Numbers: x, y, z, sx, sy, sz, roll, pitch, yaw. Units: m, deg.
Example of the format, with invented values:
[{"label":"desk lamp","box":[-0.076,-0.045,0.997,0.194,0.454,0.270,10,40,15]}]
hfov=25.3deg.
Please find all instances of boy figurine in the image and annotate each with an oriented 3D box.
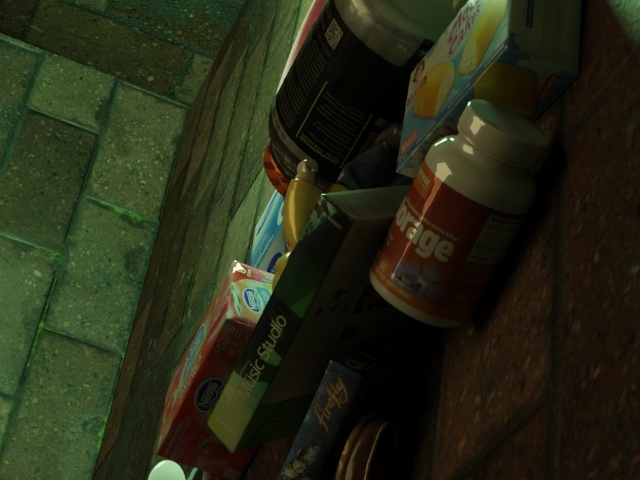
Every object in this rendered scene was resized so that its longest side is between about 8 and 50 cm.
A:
[{"label":"boy figurine","box":[0.027,-0.020,1.702,0.285,0.177,0.092,-46,1,-30]}]

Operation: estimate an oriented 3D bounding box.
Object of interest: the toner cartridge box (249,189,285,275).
[{"label":"toner cartridge box","box":[-0.015,-0.080,2.296,0.165,0.075,0.348,-84,19,-52]}]

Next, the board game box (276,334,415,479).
[{"label":"board game box","box":[0.013,0.232,1.602,0.243,0.042,0.165,-66,-19,15]}]

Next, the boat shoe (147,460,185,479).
[{"label":"boat shoe","box":[-0.254,0.438,2.259,0.063,0.066,0.184,125,151,-43]}]

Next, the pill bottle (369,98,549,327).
[{"label":"pill bottle","box":[0.144,-0.029,1.459,0.121,0.121,0.216,-97,30,-64]}]

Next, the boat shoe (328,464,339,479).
[{"label":"boat shoe","box":[0.017,0.320,1.576,0.066,0.066,0.183,141,150,-77]}]

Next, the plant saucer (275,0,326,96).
[{"label":"plant saucer","box":[0.008,-0.318,2.549,0.332,0.084,0.332,-159,90,-78]}]

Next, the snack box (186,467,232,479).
[{"label":"snack box","box":[-0.222,0.498,2.294,0.187,0.060,0.322,-88,22,-53]}]

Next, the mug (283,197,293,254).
[{"label":"mug","box":[0.007,-0.005,2.094,0.113,0.150,0.169,-22,40,21]}]

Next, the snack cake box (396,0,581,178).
[{"label":"snack cake box","box":[0.185,-0.185,1.588,0.264,0.089,0.152,130,153,-54]}]

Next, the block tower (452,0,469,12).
[{"label":"block tower","box":[0.213,-0.379,1.783,0.335,0.091,0.097,-87,22,-54]}]

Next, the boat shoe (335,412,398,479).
[{"label":"boat shoe","box":[0.050,0.288,1.506,0.073,0.073,0.207,9,80,38]}]

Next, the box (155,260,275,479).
[{"label":"box","box":[-0.130,0.202,2.186,0.154,0.142,0.300,-87,21,-55]}]

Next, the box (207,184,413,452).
[{"label":"box","box":[0.024,0.084,1.608,0.058,0.232,0.322,40,118,29]}]

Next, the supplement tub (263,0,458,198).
[{"label":"supplement tub","box":[0.061,-0.197,1.868,0.207,0.207,0.338,-84,20,-47]}]
